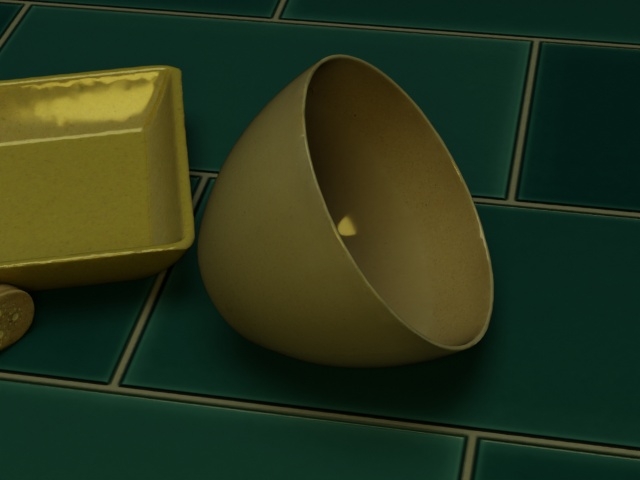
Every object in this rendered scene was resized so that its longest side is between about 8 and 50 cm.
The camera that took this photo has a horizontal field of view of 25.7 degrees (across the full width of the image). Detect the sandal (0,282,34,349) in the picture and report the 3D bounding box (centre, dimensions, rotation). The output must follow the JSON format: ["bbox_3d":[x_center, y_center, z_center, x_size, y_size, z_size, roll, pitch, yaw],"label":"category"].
[{"bbox_3d":[-0.337,0.116,1.258,0.079,0.088,0.240,21,40,34],"label":"sandal"}]

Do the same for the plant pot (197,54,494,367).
[{"bbox_3d":[0.000,0.000,1.273,0.191,0.284,0.284,-26,30,28],"label":"plant pot"}]

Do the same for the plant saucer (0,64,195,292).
[{"bbox_3d":[-0.301,-0.050,1.464,0.333,0.081,0.332,-6,39,-4],"label":"plant saucer"}]
